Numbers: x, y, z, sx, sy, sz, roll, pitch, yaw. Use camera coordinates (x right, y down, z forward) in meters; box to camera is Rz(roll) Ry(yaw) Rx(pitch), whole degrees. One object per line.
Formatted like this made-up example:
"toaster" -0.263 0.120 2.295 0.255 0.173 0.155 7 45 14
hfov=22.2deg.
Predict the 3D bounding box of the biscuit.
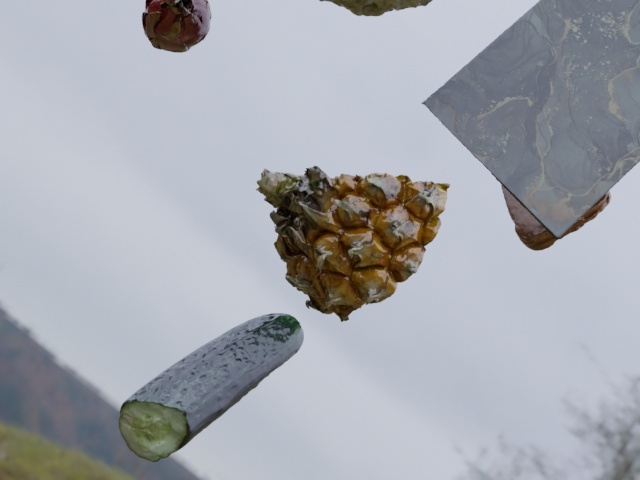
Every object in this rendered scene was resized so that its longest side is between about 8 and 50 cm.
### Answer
"biscuit" 0.331 -0.084 2.166 0.036 0.186 0.192 54 15 -33

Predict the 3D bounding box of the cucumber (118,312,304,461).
"cucumber" -0.105 0.140 1.695 0.074 0.241 0.074 25 -48 31

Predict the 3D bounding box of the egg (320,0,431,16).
"egg" 0.053 -0.394 1.840 0.279 0.279 0.310 43 12 -29

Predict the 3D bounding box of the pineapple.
"pineapple" 0.005 -0.001 1.755 0.249 0.140 0.164 -14 -35 38

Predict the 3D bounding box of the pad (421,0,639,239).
"pad" 0.342 -0.204 2.097 0.247 0.367 0.007 45 -15 12

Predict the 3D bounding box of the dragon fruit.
"dragon fruit" -0.184 -0.302 2.156 0.094 0.094 0.190 38 -15 -7
